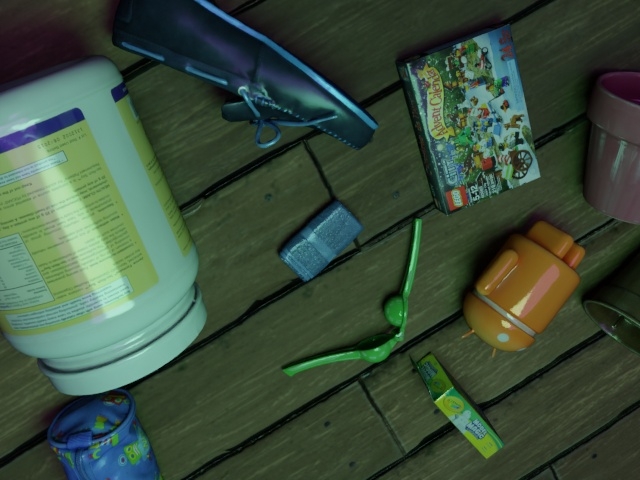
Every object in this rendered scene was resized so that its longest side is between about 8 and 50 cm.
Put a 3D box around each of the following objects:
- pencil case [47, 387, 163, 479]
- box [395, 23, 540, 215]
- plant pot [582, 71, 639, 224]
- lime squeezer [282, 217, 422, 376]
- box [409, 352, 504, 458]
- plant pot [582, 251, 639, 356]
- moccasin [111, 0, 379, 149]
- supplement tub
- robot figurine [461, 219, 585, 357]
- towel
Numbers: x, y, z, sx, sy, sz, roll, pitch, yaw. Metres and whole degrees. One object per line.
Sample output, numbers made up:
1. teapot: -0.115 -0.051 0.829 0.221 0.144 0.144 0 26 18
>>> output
1. pencil case: -0.277 0.366 0.972 0.120 0.133 0.305 -14 110 3
2. box: 0.216 -0.172 0.986 0.159 0.044 0.233 -23 112 -8
3. plant pot: 0.479 -0.130 1.008 0.202 0.201 0.180 -1 123 -16
4. lime squeezer: 0.085 0.114 1.047 0.110 0.059 0.310 41 95 7
5. box: 0.213 0.255 1.092 0.043 0.105 0.179 -41 114 7
6. plant pot: 0.549 0.091 1.116 0.167 0.167 0.165 43 83 -24
7. moccasin: -0.093 -0.201 0.857 0.342 0.137 0.116 31 102 -9
8. supplement tub: -0.285 -0.018 0.784 0.241 0.241 0.331 -22 112 -8
9. robot figurine: 0.307 0.079 1.050 0.128 0.158 0.219 37 95 11
10. towel: 0.000 0.000 0.988 0.119 0.029 0.067 -42 114 1
